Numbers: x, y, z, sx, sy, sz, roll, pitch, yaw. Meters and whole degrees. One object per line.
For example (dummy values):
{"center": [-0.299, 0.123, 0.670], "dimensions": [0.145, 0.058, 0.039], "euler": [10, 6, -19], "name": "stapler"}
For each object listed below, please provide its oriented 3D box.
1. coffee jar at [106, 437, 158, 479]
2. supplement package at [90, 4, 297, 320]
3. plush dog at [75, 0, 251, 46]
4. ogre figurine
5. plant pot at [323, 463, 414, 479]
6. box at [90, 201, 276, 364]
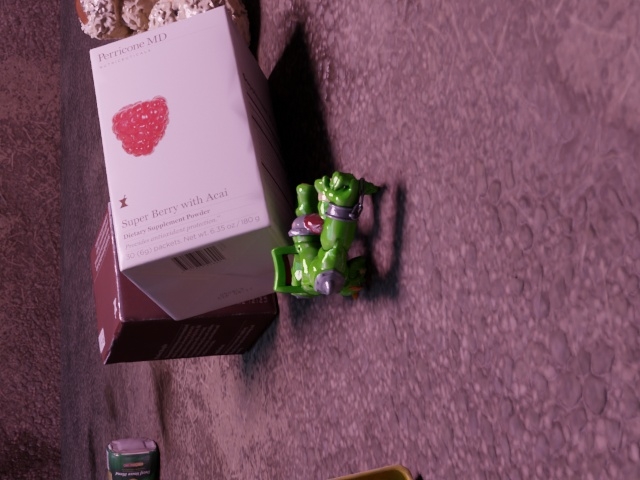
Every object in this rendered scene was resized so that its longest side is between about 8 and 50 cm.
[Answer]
{"center": [-0.359, 0.473, 2.072], "dimensions": [0.079, 0.096, 0.185], "euler": [-142, 53, -67], "name": "coffee jar"}
{"center": [-0.140, -0.087, 1.266], "dimensions": [0.175, 0.177, 0.293], "euler": [58, -163, -63], "name": "supplement package"}
{"center": [-0.176, -0.284, 1.482], "dimensions": [0.225, 0.210, 0.263], "euler": [0, 120, 55], "name": "plush dog"}
{"center": [0.000, 0.000, 1.109], "dimensions": [0.197, 0.096, 0.118], "euler": [-3, 77, 58], "name": "ogre figurine"}
{"center": [0.000, 0.362, 1.012], "dimensions": [0.187, 0.212, 0.212], "euler": [96, 161, -54], "name": "plant pot"}
{"center": [-0.185, 0.055, 1.439], "dimensions": [0.168, 0.203, 0.167], "euler": [129, 135, -59], "name": "box"}
